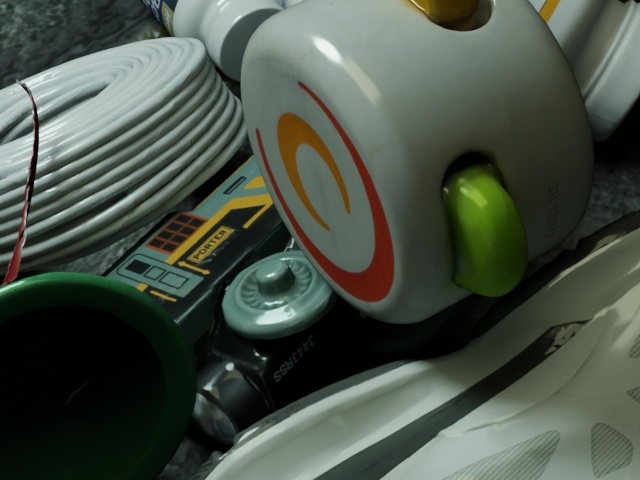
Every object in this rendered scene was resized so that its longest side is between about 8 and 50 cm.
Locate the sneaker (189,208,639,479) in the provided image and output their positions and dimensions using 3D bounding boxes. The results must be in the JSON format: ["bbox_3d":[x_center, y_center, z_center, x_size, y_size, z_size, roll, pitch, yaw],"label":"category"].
[{"bbox_3d":[0.165,0.156,0.997,0.447,0.169,0.257,-28,63,-17],"label":"sneaker"}]

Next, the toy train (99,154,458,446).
[{"bbox_3d":[0.000,0.000,1.174,0.190,0.142,0.334,18,52,40],"label":"toy train"}]

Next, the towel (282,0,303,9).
[{"bbox_3d":[0.035,-0.258,1.419,0.209,0.034,0.285,-50,48,5],"label":"towel"}]

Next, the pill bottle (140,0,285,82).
[{"bbox_3d":[-0.089,-0.200,1.411,0.094,0.094,0.169,-28,46,-14],"label":"pill bottle"}]

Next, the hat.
[{"bbox_3d":[-0.178,0.055,1.099,0.208,0.173,0.183,-48,31,7],"label":"hat"}]

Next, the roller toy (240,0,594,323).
[{"bbox_3d":[0.057,-0.065,0.995,0.146,0.191,0.209,-28,88,-21],"label":"roller toy"}]

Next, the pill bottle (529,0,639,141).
[{"bbox_3d":[0.122,-0.175,1.253,0.246,0.136,0.136,30,54,-2],"label":"pill bottle"}]

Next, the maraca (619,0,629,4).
[{"bbox_3d":[0.197,-0.219,1.363,0.186,0.099,0.127,-23,24,22],"label":"maraca"}]

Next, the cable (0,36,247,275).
[{"bbox_3d":[-0.183,-0.064,1.251,0.257,0.089,0.257,-35,23,-27],"label":"cable"}]
